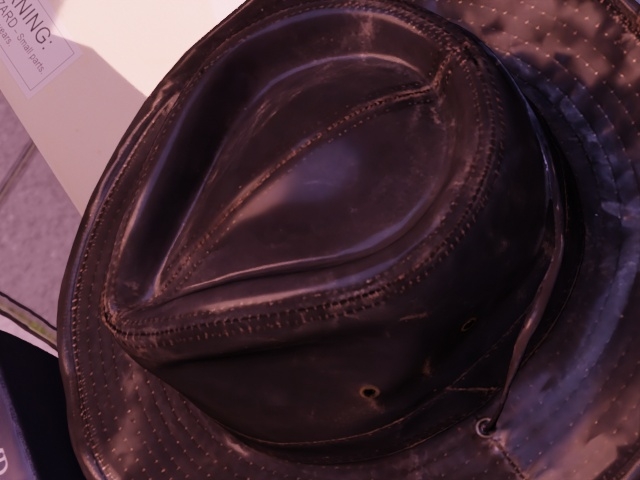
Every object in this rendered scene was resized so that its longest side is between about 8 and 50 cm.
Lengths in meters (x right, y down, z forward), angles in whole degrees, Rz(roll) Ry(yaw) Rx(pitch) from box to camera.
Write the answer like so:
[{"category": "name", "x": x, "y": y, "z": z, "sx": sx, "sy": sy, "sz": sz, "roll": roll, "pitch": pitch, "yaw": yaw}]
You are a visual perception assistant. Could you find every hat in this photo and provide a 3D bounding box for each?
[{"category": "hat", "x": 0.000, "y": 0.000, "z": 0.517, "sx": 0.331, "sy": 0.134, "sz": 0.331, "roll": -5, "pitch": 77, "yaw": 22}]

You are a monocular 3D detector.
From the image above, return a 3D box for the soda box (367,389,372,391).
[{"category": "soda box", "x": 0.036, "y": 0.069, "z": 0.607, "sx": 0.058, "sy": 0.061, "sz": 0.181, "roll": 5, "pitch": 72, "yaw": 19}]

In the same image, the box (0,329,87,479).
[{"category": "box", "x": -0.202, "y": 0.163, "z": 0.623, "sx": 0.207, "sy": 0.108, "sz": 0.153, "roll": -31, "pitch": 63, "yaw": 5}]

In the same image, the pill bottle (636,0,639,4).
[{"category": "pill bottle", "x": 0.179, "y": -0.163, "z": 0.609, "sx": 0.131, "sy": 0.131, "sz": 0.229, "roll": -25, "pitch": 65, "yaw": 7}]

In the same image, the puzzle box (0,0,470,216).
[{"category": "puzzle box", "x": -0.091, "y": -0.205, "z": 0.665, "sx": 0.272, "sy": 0.052, "sz": 0.409, "roll": -36, "pitch": 81, "yaw": 15}]
